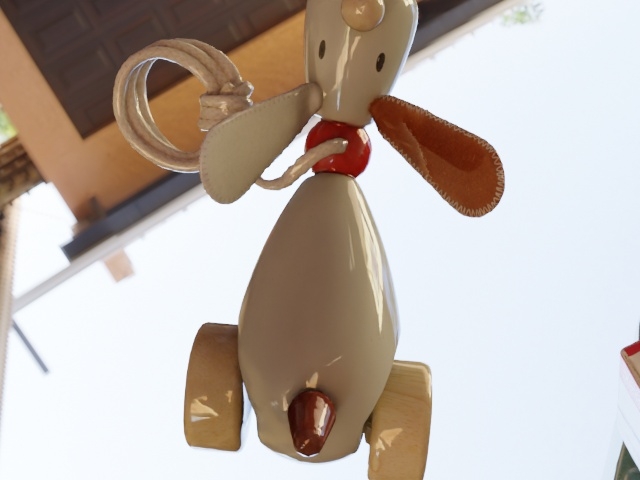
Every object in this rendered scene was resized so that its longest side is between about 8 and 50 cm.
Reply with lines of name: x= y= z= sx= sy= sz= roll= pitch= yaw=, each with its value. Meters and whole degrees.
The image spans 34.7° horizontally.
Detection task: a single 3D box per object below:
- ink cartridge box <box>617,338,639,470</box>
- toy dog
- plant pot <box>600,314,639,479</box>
ink cartridge box: x=0.310 y=0.111 z=0.733 sx=0.172 sy=0.100 sz=0.237 roll=-28 pitch=154 yaw=3
toy dog: x=0.000 y=0.000 z=0.611 sx=0.220 sy=0.334 sz=0.161 roll=-14 pitch=180 yaw=-2
plant pot: x=0.408 y=0.196 z=1.017 sx=0.247 sy=0.248 sz=0.252 roll=13 pitch=-179 yaw=30
